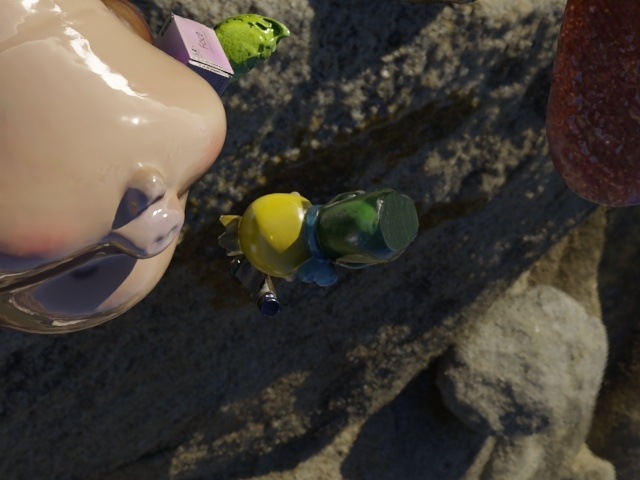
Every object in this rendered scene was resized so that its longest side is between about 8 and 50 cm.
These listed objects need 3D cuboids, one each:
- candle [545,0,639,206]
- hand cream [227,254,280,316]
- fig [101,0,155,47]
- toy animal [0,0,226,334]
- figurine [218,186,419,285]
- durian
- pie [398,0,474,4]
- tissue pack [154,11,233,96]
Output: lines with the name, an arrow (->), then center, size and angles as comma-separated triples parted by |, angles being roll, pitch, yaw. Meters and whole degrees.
candle -> 0.390, -0.206, 0.980 | 0.317, 0.287, 0.131 | -34, 166, 33
hand cream -> -0.114, 0.075, 1.483 | 0.039, 0.163, 0.062 | 26, 106, -37
fig -> -0.273, -0.160, 0.934 | 0.215, 0.235, 0.235 | -4, 123, -32
toy animal -> -0.215, -0.085, 0.513 | 0.237, 0.326, 0.269 | -41, 150, -41
figurine -> -0.002, -0.015, 1.124 | 0.185, 0.234, 0.127 | -30, 106, -62
durian -> -0.204, -0.464, 2.053 | 0.250, 0.101, 0.139 | -38, 96, 0
pie -> 0.087, -0.356, 0.770 | 0.085, 0.308, 0.308 | -74, 179, -62
tissue pack -> -0.265, -0.251, 1.498 | 0.093, 0.148, 0.246 | 14, 126, -38
